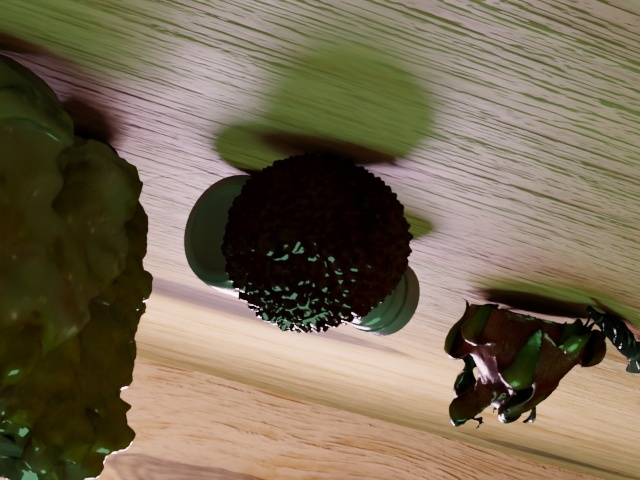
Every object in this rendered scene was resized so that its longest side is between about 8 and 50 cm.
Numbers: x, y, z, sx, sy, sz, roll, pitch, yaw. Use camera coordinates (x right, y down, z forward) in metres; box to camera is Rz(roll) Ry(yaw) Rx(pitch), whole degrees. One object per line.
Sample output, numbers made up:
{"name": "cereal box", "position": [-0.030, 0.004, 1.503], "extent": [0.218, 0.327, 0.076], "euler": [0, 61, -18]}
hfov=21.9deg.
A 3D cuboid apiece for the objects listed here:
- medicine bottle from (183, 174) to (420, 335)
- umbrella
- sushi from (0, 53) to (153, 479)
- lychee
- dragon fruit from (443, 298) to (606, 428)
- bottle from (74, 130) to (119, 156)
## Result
{"name": "medicine bottle", "position": [-0.007, 0.019, 1.299], "extent": [0.090, 0.090, 0.216], "euler": [6, 169, 39]}
{"name": "umbrella", "position": [0.288, 0.102, 1.523], "extent": [0.044, 0.044, 0.269], "euler": [-23, 158, 17]}
{"name": "sushi", "position": [-0.307, 0.015, 1.091], "extent": [0.351, 0.240, 0.396], "euler": [-10, 150, 40]}
{"name": "lychee", "position": [0.002, 0.003, 1.104], "extent": [0.123, 0.123, 0.129], "euler": [4, 166, 45]}
{"name": "dragon fruit", "position": [0.184, 0.107, 1.532], "extent": [0.138, 0.175, 0.142], "euler": [21, -155, -1]}
{"name": "bottle", "position": [-0.183, -0.046, 1.278], "extent": [0.060, 0.060, 0.164], "euler": [15, 170, -11]}
